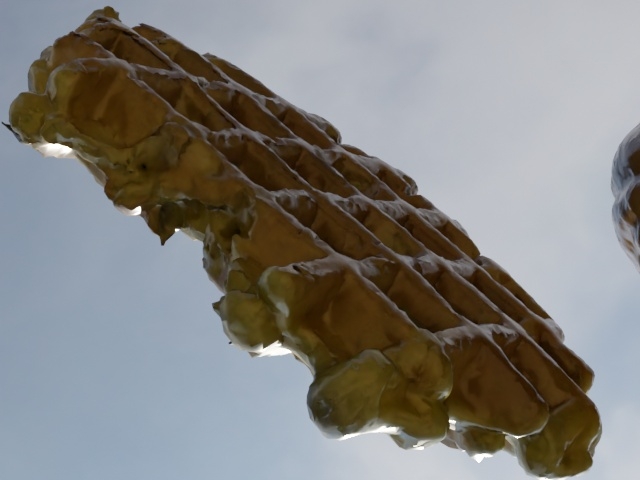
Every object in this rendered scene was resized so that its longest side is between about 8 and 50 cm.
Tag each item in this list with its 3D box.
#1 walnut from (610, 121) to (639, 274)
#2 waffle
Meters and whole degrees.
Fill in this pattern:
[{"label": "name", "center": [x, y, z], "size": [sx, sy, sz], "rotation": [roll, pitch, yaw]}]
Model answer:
[{"label": "walnut", "center": [0.267, -0.015, 0.577], "size": [0.333, 0.333, 0.332], "rotation": [6, -103, -26]}, {"label": "waffle", "center": [-0.004, -0.005, 0.635], "size": [0.282, 0.301, 0.058], "rotation": [22, -72, -40]}]
